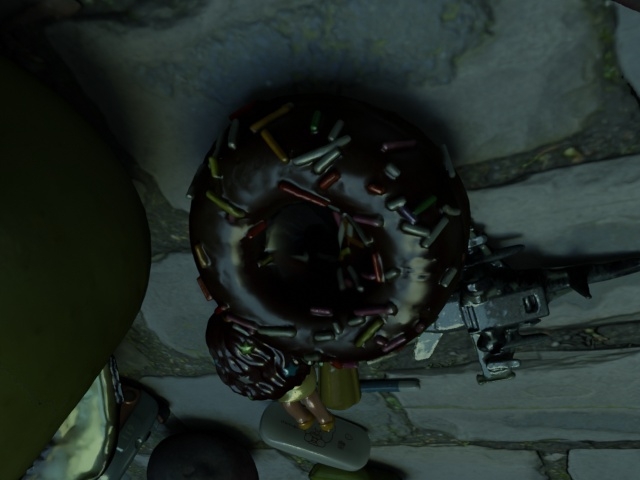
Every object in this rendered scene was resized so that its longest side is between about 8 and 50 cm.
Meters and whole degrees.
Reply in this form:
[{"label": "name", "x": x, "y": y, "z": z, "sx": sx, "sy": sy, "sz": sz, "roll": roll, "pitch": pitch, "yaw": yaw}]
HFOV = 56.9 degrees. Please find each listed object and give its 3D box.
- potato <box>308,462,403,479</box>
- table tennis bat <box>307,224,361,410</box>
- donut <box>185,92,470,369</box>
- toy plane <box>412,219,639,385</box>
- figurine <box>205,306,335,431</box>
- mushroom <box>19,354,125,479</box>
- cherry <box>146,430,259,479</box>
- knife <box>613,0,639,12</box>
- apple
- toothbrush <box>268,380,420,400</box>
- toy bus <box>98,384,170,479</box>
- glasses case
[{"label": "potato", "x": 0.079, "y": 0.461, "z": 1.136, "sx": 0.197, "sy": 0.054, "sz": 0.119, "roll": 4, "pitch": 140, "yaw": 18}, {"label": "table tennis bat", "x": 0.014, "y": 0.057, "z": 0.637, "sx": 0.198, "sy": 0.050, "sz": 0.321, "roll": 5, "pitch": 121, "yaw": 15}, {"label": "donut", "x": 0.000, "y": 0.000, "z": 0.526, "sx": 0.269, "sy": 0.103, "sz": 0.270, "roll": 6, "pitch": 119, "yaw": 11}, {"label": "toy plane", "x": 0.208, "y": 0.056, "z": 0.604, "sx": 0.262, "sy": 0.088, "sz": 0.192, "roll": -14, "pitch": 106, "yaw": 24}, {"label": "figurine", "x": -0.056, "y": 0.160, "z": 0.774, "sx": 0.174, "sy": 0.116, "sz": 0.240, "roll": -13, "pitch": 134, "yaw": 29}, {"label": "mushroom", "x": -0.414, "y": 0.210, "z": 0.851, "sx": 0.247, "sy": 0.130, "sz": 0.344, "roll": -21, "pitch": 109, "yaw": -12}, {"label": "cherry", "x": -0.215, "y": 0.460, "z": 1.114, "sx": 0.266, "sy": 0.183, "sz": 0.213, "roll": 16, "pitch": 127, "yaw": 18}, {"label": "knife", "x": 0.282, "y": -0.153, "z": 0.370, "sx": 0.277, "sy": 0.053, "sz": 0.123, "roll": 15, "pitch": 135, "yaw": -3}, {"label": "apple", "x": -0.388, "y": 0.031, "z": 0.478, "sx": 0.473, "sy": 0.474, "sz": 0.474, "roll": 8, "pitch": 140, "yaw": 7}, {"label": "toothbrush", "x": 0.019, "y": 0.227, "z": 0.908, "sx": 0.275, "sy": 0.025, "sz": 0.019, "roll": -10, "pitch": 140, "yaw": 22}, {"label": "toy bus", "x": -0.426, "y": 0.351, "z": 1.061, "sx": 0.232, "sy": 0.194, "sz": 0.288, "roll": 34, "pitch": 138, "yaw": -5}, {"label": "glasses case", "x": -0.008, "y": 0.326, "z": 0.984, "sx": 0.193, "sy": 0.074, "sz": 0.049, "roll": 22, "pitch": 139, "yaw": -9}]
